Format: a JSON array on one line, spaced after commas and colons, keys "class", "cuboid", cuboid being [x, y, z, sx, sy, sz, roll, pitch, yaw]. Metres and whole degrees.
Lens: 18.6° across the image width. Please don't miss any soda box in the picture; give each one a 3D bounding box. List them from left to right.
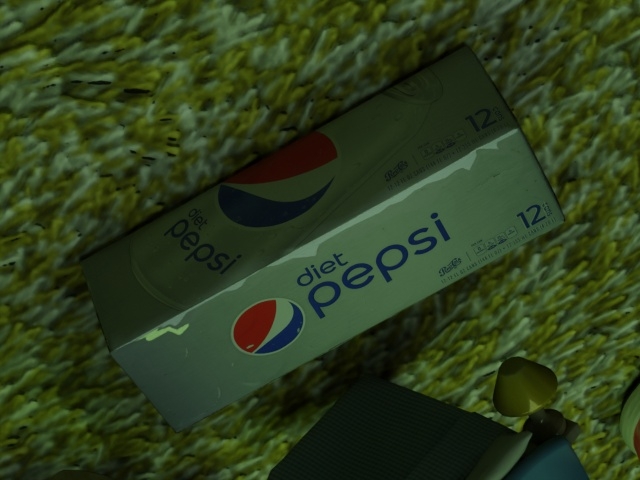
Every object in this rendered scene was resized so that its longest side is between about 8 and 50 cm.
[{"class": "soda box", "cuboid": [0.000, 0.000, 1.229, 0.286, 0.091, 0.098, -29, 134, 4]}]

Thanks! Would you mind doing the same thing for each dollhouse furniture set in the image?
[{"class": "dollhouse furniture set", "cuboid": [-0.033, 0.141, 1.278, 0.303, 0.286, 0.198, -45, 127, -19]}]

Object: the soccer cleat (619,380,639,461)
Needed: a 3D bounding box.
[{"class": "soccer cleat", "cuboid": [0.344, 0.070, 1.406, 0.109, 0.116, 0.318, 21, 119, -34]}]
